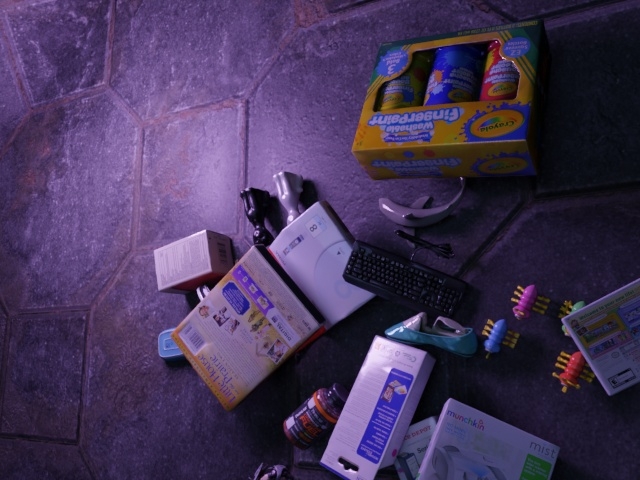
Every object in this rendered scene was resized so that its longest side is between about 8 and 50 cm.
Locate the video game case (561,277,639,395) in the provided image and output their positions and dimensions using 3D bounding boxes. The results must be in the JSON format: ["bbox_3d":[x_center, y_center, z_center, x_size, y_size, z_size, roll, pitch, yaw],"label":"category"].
[{"bbox_3d":[0.688,0.212,1.328,0.212,0.023,0.193,-29,72,6],"label":"video game case"}]

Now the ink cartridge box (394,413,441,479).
[{"bbox_3d":[0.277,0.565,1.491,0.154,0.093,0.212,-31,64,22],"label":"ink cartridge box"}]

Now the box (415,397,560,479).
[{"bbox_3d":[0.372,0.525,1.355,0.262,0.127,0.231,23,72,14],"label":"box"}]

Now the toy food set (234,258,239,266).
[{"bbox_3d":[-0.245,0.116,1.923,0.078,0.019,0.122,-14,66,26],"label":"toy food set"}]

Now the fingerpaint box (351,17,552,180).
[{"bbox_3d":[0.342,-0.356,1.543,0.445,0.163,0.371,2,65,30],"label":"fingerpaint box"}]

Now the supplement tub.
[{"bbox_3d":[-0.005,0.486,1.659,0.198,0.106,0.106,-46,62,15],"label":"supplement tub"}]

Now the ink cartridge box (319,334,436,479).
[{"bbox_3d":[0.148,0.440,1.531,0.176,0.069,0.371,12,68,46],"label":"ink cartridge box"}]

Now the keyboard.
[{"bbox_3d":[0.235,0.072,1.584,0.317,0.033,0.201,21,87,9],"label":"keyboard"}]

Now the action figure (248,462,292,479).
[{"bbox_3d":[-0.111,0.749,1.678,0.285,0.099,0.185,14,94,35],"label":"action figure"}]

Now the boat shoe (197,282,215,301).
[{"bbox_3d":[-0.266,0.225,1.865,0.302,0.114,0.091,42,102,17],"label":"boat shoe"}]

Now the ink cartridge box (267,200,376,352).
[{"bbox_3d":[-0.046,0.120,1.719,0.385,0.091,0.308,-38,81,16],"label":"ink cartridge box"}]

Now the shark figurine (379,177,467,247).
[{"bbox_3d":[0.286,-0.084,1.607,0.278,0.116,0.166,-18,73,28],"label":"shark figurine"}]

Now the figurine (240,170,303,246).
[{"bbox_3d":[-0.136,-0.085,1.856,0.215,0.092,0.209,-22,69,24],"label":"figurine"}]

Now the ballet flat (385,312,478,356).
[{"bbox_3d":[0.290,0.234,1.551,0.247,0.083,0.087,9,106,25],"label":"ballet flat"}]

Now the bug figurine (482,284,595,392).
[{"bbox_3d":[0.531,0.225,1.426,0.279,0.072,0.216,21,91,32],"label":"bug figurine"}]

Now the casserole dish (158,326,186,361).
[{"bbox_3d":[-0.484,0.347,2.002,0.188,0.037,0.114,-14,73,28],"label":"casserole dish"}]

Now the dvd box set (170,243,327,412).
[{"bbox_3d":[-0.221,0.262,1.748,0.420,0.062,0.307,-46,76,19],"label":"dvd box set"}]

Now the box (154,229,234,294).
[{"bbox_3d":[-0.418,0.076,1.965,0.232,0.127,0.148,-20,71,26],"label":"box"}]
